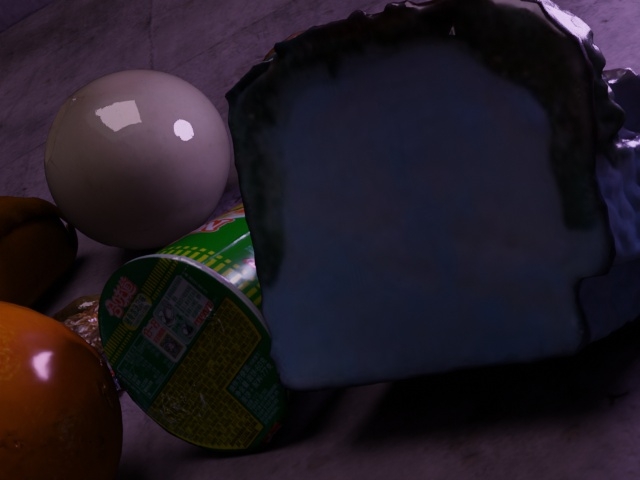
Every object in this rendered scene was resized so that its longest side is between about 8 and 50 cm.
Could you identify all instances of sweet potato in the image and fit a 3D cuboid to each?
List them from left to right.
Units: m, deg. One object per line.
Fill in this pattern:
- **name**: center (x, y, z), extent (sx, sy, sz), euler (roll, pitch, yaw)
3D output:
- **sweet potato**: center (-0.291, 0.095, 2.115), extent (0.153, 0.038, 0.041), euler (-31, -2, 7)

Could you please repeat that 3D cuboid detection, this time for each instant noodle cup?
- **instant noodle cup**: center (-0.056, 0.054, 1.703), extent (0.207, 0.207, 0.233), euler (-13, 18, 39)

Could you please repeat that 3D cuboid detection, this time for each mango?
- **mango**: center (-0.396, 0.028, 2.262), extent (0.136, 0.166, 0.236), euler (33, 32, 21)

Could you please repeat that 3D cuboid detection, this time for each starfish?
- **starfish**: center (-0.288, 0.134, 2.016), extent (0.247, 0.050, 0.138), euler (-41, 23, -5)

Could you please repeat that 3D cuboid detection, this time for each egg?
- **egg**: center (-0.219, -0.096, 2.190), extent (0.219, 0.219, 0.269), euler (-40, 5, -20)

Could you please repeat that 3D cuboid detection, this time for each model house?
- **model house**: center (0.171, -0.052, 1.555), extent (0.360, 0.297, 0.339), euler (-14, -4, 39)

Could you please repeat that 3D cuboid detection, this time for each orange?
- **orange**: center (-0.297, 0.176, 1.665), extent (0.246, 0.246, 0.246), euler (-27, 21, 12)

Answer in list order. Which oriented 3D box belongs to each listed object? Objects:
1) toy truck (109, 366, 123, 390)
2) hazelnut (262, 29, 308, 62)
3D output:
- **toy truck**: center (-0.207, 0.133, 1.932), extent (0.032, 0.024, 0.083), euler (-22, 23, 15)
- **hazelnut**: center (-0.004, -0.182, 2.219), extent (0.154, 0.143, 0.143), euler (-9, 26, 12)
